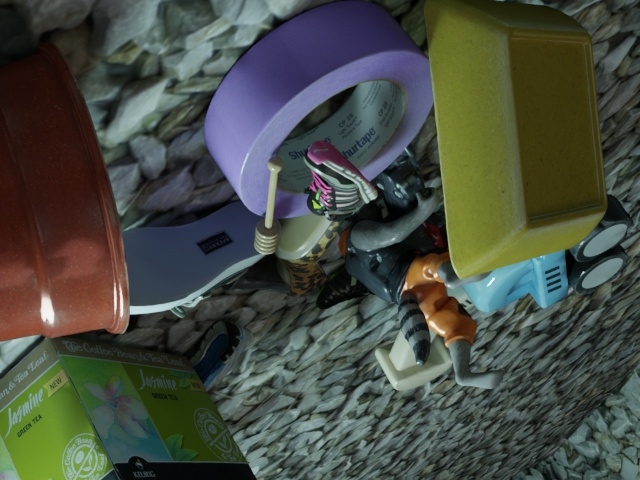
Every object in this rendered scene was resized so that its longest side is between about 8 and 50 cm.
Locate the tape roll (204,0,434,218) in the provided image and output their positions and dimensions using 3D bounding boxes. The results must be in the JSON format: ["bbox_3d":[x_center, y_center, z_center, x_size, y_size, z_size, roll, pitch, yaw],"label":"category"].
[{"bbox_3d":[0.002,-0.150,1.322,0.274,0.090,0.275,-28,153,-16],"label":"tape roll"}]

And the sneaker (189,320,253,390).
[{"bbox_3d":[-0.174,0.202,1.741,0.190,0.071,0.083,-43,159,16],"label":"sneaker"}]

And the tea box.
[{"bbox_3d":[-0.277,0.331,1.534,0.220,0.324,0.329,-41,155,14],"label":"tea box"}]

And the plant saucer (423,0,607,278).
[{"bbox_3d":[0.264,-0.138,1.381,0.081,0.333,0.332,-3,-175,38],"label":"plant saucer"}]

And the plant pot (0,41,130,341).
[{"bbox_3d":[-0.335,-0.014,0.972,0.265,0.272,0.272,-15,149,-21],"label":"plant pot"}]

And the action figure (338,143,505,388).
[{"bbox_3d":[0.108,0.014,1.509,0.178,0.330,0.341,-34,128,-10],"label":"action figure"}]

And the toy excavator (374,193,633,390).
[{"bbox_3d":[0.271,0.057,1.884,0.445,0.222,0.433,-29,153,-1],"label":"toy excavator"}]

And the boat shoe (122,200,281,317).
[{"bbox_3d":[-0.181,0.034,1.395,0.306,0.113,0.105,-30,165,-49],"label":"boat shoe"}]

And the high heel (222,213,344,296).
[{"bbox_3d":[0.000,0.000,1.561,0.186,0.093,0.261,2,152,-45],"label":"high heel"}]

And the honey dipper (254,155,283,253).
[{"bbox_3d":[-0.059,-0.041,1.299,0.030,0.030,0.161,-24,151,-22],"label":"honey dipper"}]

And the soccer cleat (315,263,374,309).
[{"bbox_3d":[0.073,0.064,1.797,0.179,0.072,0.060,-35,155,0],"label":"soccer cleat"}]

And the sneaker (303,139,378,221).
[{"bbox_3d":[0.012,-0.062,1.308,0.075,0.063,0.170,-45,159,5],"label":"sneaker"}]
